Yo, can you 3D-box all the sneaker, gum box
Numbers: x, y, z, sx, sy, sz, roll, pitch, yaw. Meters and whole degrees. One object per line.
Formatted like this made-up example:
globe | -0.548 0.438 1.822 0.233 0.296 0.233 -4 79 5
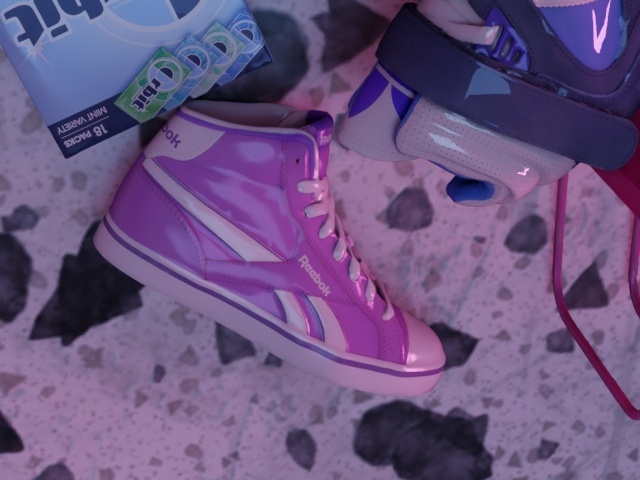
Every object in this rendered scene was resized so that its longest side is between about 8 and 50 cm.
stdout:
sneaker | 0.085 -0.157 0.801 0.236 0.130 0.323 -41 126 3
sneaker | 0.000 0.000 0.934 0.282 0.102 0.161 27 104 -22
gum box | -0.139 -0.167 0.854 0.157 0.041 0.184 -25 117 1

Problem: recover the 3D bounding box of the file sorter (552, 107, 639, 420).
file sorter | 0.331 0.002 0.947 0.290 0.202 0.182 -6 118 -9
